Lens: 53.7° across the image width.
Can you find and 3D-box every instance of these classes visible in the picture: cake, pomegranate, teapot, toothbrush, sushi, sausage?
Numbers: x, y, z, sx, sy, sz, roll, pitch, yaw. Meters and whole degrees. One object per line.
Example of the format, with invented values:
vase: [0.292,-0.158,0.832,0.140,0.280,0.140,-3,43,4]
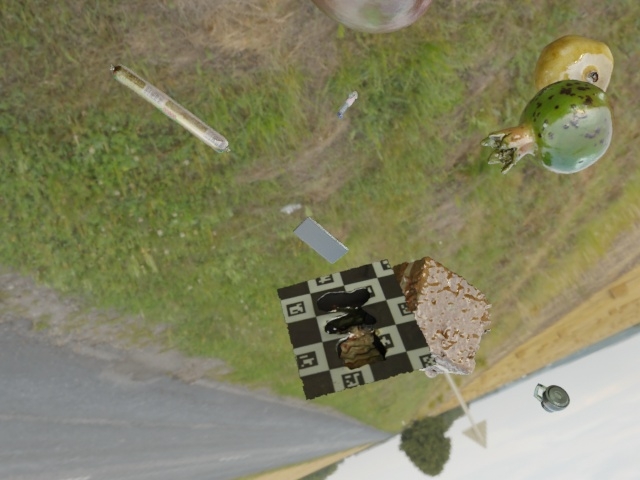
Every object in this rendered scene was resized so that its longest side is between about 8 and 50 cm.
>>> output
cake: [0.290,0.223,1.804,0.282,0.255,0.290,32,155,-19]
pomegranate: [0.727,-0.481,1.829,0.233,0.233,0.233,-22,162,-8]
pomegranate: [0.544,-0.253,1.461,0.286,0.230,0.231,-22,163,-29]
teapot: [0.584,0.402,1.611,0.066,0.088,0.057,-41,158,-40]
toothbrush: [0.073,-0.369,1.715,0.027,0.021,0.269,-28,-164,22]
sushi: [0.078,0.228,1.492,0.297,0.373,0.100,-15,128,-5]
sausage: [-0.277,-0.244,1.166,0.032,0.269,0.033,-54,-178,3]

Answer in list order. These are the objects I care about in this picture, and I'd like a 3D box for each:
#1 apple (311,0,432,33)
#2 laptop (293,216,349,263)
apple: [0.091,-0.466,0.952,0.305,0.235,0.306,-57,177,-5]
laptop: [0.000,0.000,2.142,0.129,0.180,0.016,-42,-168,53]
